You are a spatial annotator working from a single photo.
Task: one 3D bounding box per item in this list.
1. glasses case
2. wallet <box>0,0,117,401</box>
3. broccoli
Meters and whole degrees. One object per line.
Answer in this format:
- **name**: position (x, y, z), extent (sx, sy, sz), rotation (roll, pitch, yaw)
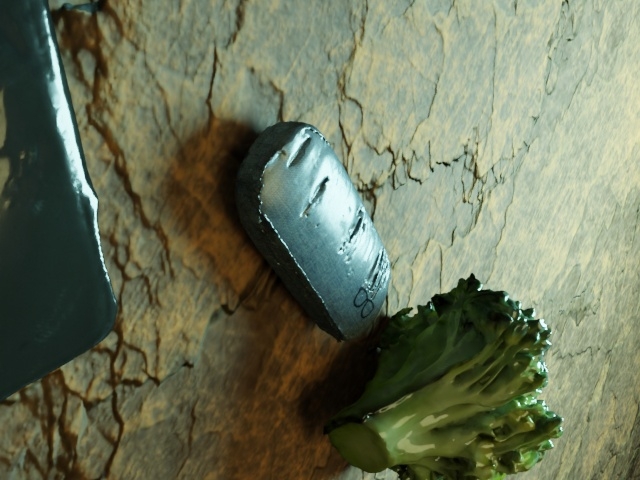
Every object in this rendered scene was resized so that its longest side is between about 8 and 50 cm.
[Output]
- **glasses case**: position (0.000, 0.000, 0.810), extent (0.109, 0.067, 0.282), rotation (-58, 145, -22)
- **wallet**: position (-0.230, -0.058, 0.483), extent (0.197, 0.051, 0.377), rotation (-33, 130, -38)
- **broccoli**: position (0.133, 0.190, 0.938), extent (0.245, 0.248, 0.288), rotation (-32, 124, -36)
